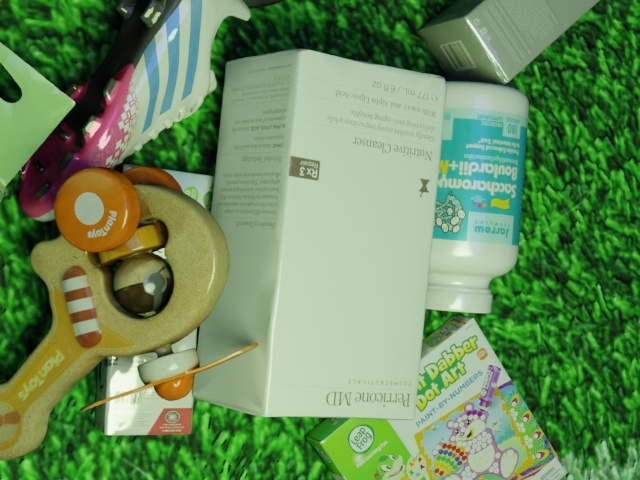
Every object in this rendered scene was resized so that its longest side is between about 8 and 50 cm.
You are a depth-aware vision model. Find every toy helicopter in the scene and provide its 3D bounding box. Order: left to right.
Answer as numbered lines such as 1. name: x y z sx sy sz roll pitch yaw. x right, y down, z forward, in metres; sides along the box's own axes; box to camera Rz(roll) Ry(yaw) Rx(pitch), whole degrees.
1. toy helicopter: -0.225 0.104 1.238 0.235 0.140 0.355 45 104 9

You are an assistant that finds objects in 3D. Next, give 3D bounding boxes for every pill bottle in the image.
1. pill bottle: 0.165 -0.049 1.432 0.146 0.146 0.264 4 90 -23

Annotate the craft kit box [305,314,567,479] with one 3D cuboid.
1. craft kit box: 0.147 0.261 1.483 0.250 0.061 0.247 -37 102 -18

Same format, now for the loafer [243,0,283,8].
1. loafer: -0.100 -0.297 1.363 0.170 0.061 0.062 -1 91 -23

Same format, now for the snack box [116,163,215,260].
1. snack box: -0.161 -0.027 1.356 0.141 0.037 0.100 7 87 -23

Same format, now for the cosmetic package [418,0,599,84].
1. cosmetic package: 0.250 -0.292 1.475 0.238 0.127 0.107 -38 104 -15

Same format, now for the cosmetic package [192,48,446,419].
1. cosmetic package: 0.000 0.000 1.338 0.217 0.156 0.385 5 87 -36

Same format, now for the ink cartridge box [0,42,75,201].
1. ink cartridge box: -0.385 -0.096 1.211 0.171 0.056 0.235 39 101 -18

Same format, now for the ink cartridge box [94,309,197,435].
1. ink cartridge box: -0.193 0.143 1.336 0.099 0.056 0.135 4 90 -24

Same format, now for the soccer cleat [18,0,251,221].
1. soccer cleat: -0.190 -0.147 1.294 0.143 0.116 0.331 31 92 -43
